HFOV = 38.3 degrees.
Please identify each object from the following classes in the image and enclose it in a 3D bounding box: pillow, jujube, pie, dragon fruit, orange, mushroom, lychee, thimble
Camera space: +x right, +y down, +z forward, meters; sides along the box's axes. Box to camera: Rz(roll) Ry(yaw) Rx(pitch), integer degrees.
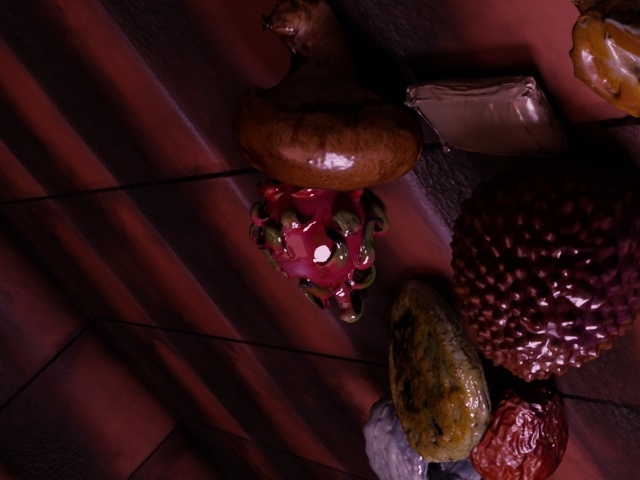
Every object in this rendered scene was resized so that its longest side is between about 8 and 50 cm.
[{"bbox_3d":[0.200,-0.149,1.107,0.208,0.053,0.119,10,143,49],"label":"pillow"},{"bbox_3d":[0.324,0.304,1.501,0.168,0.168,0.236,31,143,24],"label":"jujube"},{"bbox_3d":[0.178,0.212,1.512,0.323,0.071,0.323,168,90,-72],"label":"pie"},{"bbox_3d":[-0.002,-0.010,1.463,0.272,0.219,0.198,82,177,-54],"label":"dragon fruit"},{"bbox_3d":[0.308,-0.184,0.842,0.170,0.112,0.160,57,173,26],"label":"orange"},{"bbox_3d":[0.016,-0.161,1.202,0.267,0.267,0.254,36,126,15],"label":"mushroom"},{"bbox_3d":[0.263,0.040,1.067,0.271,0.271,0.271,33,152,20],"label":"lychee"},{"bbox_3d":[0.198,0.386,1.734,0.172,0.204,0.250,16,163,44],"label":"thimble"}]
